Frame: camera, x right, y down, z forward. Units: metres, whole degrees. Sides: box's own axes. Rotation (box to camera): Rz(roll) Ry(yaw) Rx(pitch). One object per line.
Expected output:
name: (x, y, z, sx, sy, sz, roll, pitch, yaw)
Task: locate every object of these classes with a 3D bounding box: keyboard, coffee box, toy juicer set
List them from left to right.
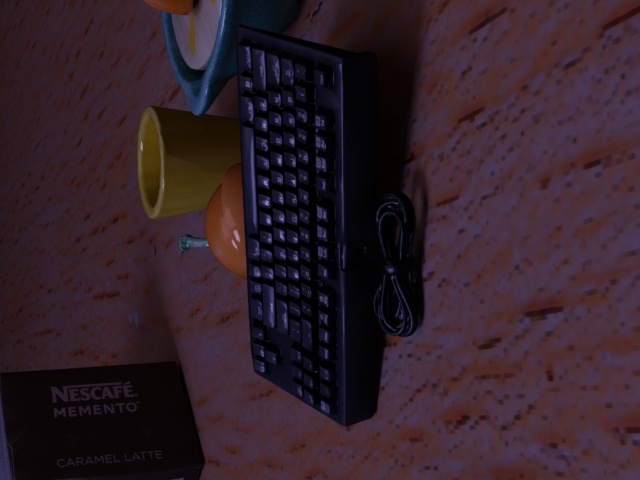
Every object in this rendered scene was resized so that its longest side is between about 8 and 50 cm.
coffee box: (-0.191, 0.211, 0.914, 0.246, 0.141, 0.098, 112, 148, -44)
toy juicer set: (-0.048, -0.131, 0.578, 0.209, 0.089, 0.329, -127, 40, -55)
keyboard: (0.000, 0.000, 0.506, 0.108, 0.023, 0.180, 21, 125, 37)
